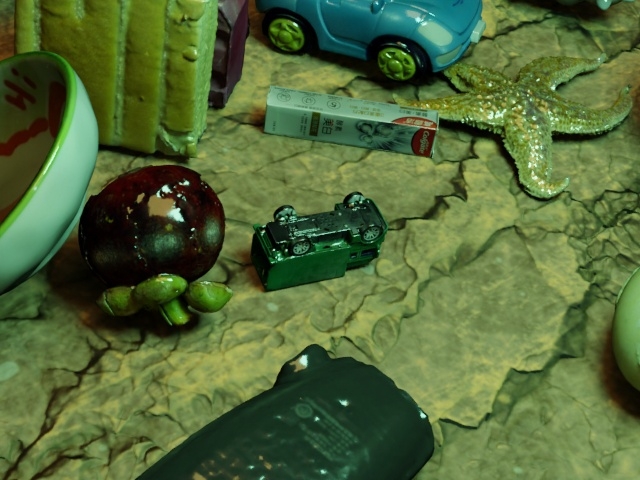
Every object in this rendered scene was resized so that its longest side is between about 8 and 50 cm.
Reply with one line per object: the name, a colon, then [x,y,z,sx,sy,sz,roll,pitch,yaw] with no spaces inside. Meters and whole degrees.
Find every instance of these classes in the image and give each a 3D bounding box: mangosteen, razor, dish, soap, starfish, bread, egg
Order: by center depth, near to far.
razor: [-0.044,0.239,1.384,0.189,0.107,0.327,37,52,23]
dish: [-0.346,-0.040,1.539,0.324,0.124,0.324,-26,42,26]
mangosteen: [-0.180,0.009,1.553,0.166,0.166,0.180,-11,78,-18]
egg: [0.401,0.089,1.560,0.164,0.164,0.201,32,55,20]
bread: [-0.243,-0.228,1.706,0.239,0.246,0.111,15,36,5]
soap: [-0.220,-0.274,1.797,0.250,0.162,0.099,15,47,4]
starfish: [0.253,-0.186,1.861,0.302,0.060,0.299,17,49,8]

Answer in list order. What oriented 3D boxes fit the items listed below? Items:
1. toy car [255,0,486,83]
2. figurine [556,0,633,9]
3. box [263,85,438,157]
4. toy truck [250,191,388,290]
toy car: [0.068,-0.336,1.888,0.314,0.166,0.198,18,50,17]
figurine: [0.284,-0.461,2.023,0.381,0.203,0.248,15,50,7]
box: [0.038,-0.150,1.796,0.218,0.055,0.039,8,48,0]
toy truck: [0.000,0.000,1.633,0.147,0.079,0.065,-12,49,-18]
